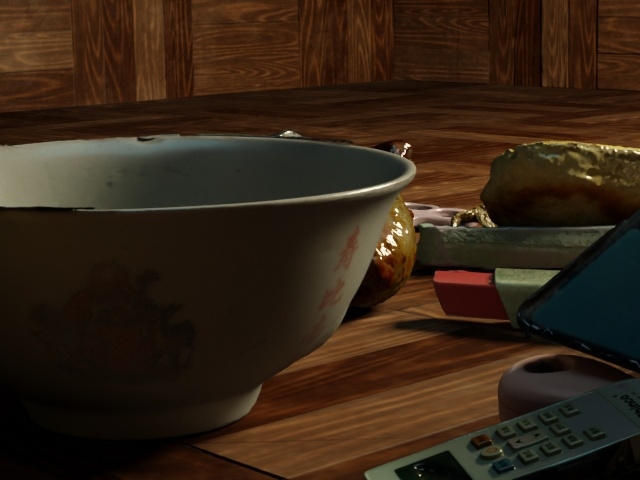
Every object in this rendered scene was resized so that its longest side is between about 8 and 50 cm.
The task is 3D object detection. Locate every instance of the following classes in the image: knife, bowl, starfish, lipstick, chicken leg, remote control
[{"bbox_3d":[0.202,0.115,0.736,0.081,0.043,0.336,-14,17,-30],"label":"knife"},{"bbox_3d":[-0.111,0.028,0.921,0.345,0.157,0.345,-2,10,0],"label":"bowl"},{"bbox_3d":[0.172,-0.019,1.541,0.078,0.028,0.091,2,15,3],"label":"starfish"},{"bbox_3d":[0.225,0.048,1.094,0.312,0.051,0.051,1,11,26],"label":"lipstick"},{"bbox_3d":[-0.015,-0.005,1.205,0.322,0.083,0.177,-11,46,-34],"label":"chicken leg"},{"bbox_3d":[0.108,0.108,0.733,0.166,0.029,0.065,-18,18,-9],"label":"remote control"}]

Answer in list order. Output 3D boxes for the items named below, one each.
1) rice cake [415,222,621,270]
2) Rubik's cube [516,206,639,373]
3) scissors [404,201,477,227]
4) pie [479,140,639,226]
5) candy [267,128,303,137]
[{"bbox_3d":[0.191,0.005,1.351,0.211,0.043,0.034,-1,2,0],"label":"rice cake"},{"bbox_3d":[0.295,0.029,0.825,0.233,0.229,0.228,-44,3,-33],"label":"Rubik's cube"},{"bbox_3d":[0.071,-0.018,1.563,0.110,0.021,0.212,13,17,43],"label":"scissors"},{"bbox_3d":[0.255,-0.041,1.414,0.205,0.084,0.179,5,-9,-11],"label":"pie"},{"bbox_3d":[-0.084,-0.024,1.287,0.226,0.094,0.051,-25,28,-27],"label":"candy"}]
